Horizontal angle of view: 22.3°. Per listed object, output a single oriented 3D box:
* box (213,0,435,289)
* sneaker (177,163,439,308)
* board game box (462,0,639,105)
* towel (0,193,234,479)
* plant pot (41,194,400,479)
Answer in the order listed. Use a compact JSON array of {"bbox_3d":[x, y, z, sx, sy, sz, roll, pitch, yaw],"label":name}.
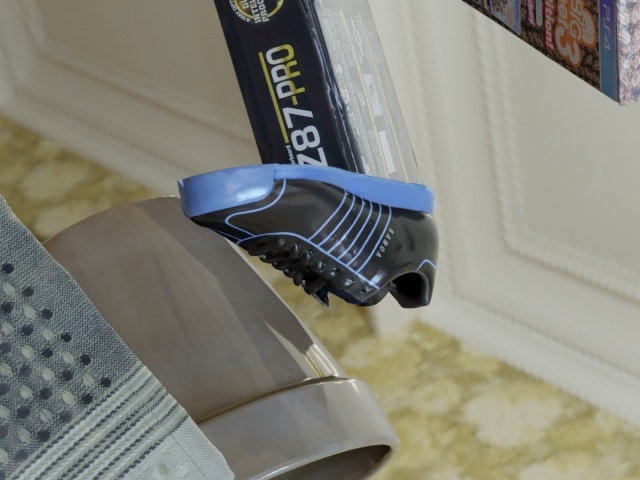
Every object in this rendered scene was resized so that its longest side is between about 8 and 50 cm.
[{"bbox_3d":[-0.002,-0.170,1.554,0.318,0.097,0.394,-30,103,-75],"label":"box"},{"bbox_3d":[0.000,0.000,1.146,0.081,0.232,0.090,-14,-104,48],"label":"sneaker"},{"bbox_3d":[0.280,-0.256,1.394,0.291,0.232,0.141,-132,-150,-56],"label":"board game box"},{"bbox_3d":[-0.241,0.116,0.857,0.312,0.324,0.056,51,-32,-5],"label":"towel"},{"bbox_3d":[-0.135,0.126,1.401,0.280,0.323,0.323,63,-28,15],"label":"plant pot"}]
